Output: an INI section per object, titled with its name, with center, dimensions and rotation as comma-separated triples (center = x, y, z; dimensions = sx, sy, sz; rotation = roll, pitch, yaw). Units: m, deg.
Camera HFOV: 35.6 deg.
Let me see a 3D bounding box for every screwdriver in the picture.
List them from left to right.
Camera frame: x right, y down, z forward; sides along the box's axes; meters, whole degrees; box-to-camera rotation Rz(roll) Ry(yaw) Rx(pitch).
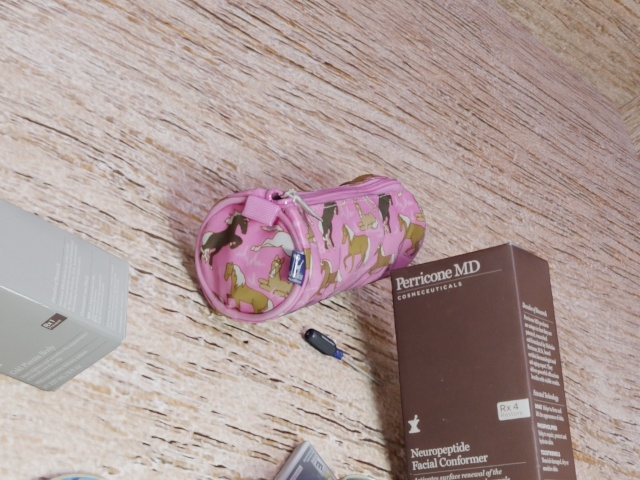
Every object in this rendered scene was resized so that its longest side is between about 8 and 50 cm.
[screwdriver]
center = 0.038, 0.167, 1.374
dimensions = 0.170, 0.024, 0.025
rotation = 39, 6, -31

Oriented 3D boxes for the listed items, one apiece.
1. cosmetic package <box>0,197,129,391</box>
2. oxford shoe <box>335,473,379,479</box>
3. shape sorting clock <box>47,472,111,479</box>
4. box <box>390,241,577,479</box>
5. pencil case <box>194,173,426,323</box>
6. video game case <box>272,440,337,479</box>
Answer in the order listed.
[cosmetic package]
center = -0.304, 0.036, 0.902
dimensions = 0.238, 0.127, 0.107
rotation = 28, 42, -38
[oxford shoe]
center = -0.033, 0.333, 0.961
dimensions = 0.449, 0.130, 0.169
rotation = -11, 75, -58
[shape sorting clock]
center = -0.195, 0.305, 0.892
dimensions = 0.206, 0.040, 0.206
rotation = 36, 37, -33
[box]
center = 0.219, 0.212, 1.332
dimensions = 0.143, 0.191, 0.381
rotation = 23, 57, -52
[pencil case]
center = 0.000, 0.000, 1.325
dimensions = 0.386, 0.167, 0.160
rotation = -12, 84, -61
[video game case]
center = -0.005, 0.348, 1.143
dimensions = 0.173, 0.022, 0.190
rotation = 54, 30, -6
